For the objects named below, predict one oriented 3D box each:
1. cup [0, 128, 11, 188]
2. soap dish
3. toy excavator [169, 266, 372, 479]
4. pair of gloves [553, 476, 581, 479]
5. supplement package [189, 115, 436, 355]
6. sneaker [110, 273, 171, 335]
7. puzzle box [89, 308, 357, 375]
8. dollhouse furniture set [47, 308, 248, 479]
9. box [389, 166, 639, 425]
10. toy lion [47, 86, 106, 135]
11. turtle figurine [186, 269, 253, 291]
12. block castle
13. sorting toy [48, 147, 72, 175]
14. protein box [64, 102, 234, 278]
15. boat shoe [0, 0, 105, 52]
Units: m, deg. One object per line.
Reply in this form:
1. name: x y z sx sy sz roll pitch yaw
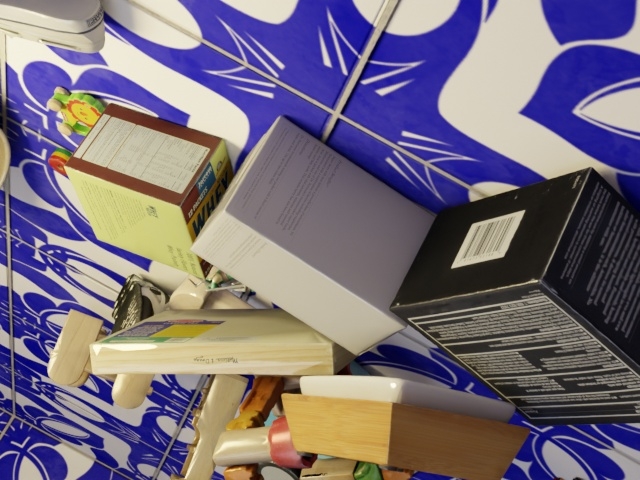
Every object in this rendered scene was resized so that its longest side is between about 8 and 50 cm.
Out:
1. cup: -0.725 -0.159 1.888 0.237 0.331 0.331 48 159 21
2. soap dish: 0.108 0.262 1.570 0.229 0.118 0.291 15 168 -29
3. toy excavator: -0.050 0.263 2.104 0.433 0.222 0.445 17 137 23
4. pair of gloves: 0.486 0.468 2.125 0.074 0.010 0.083 38 152 -19
5. supplement package: 0.000 0.000 1.582 0.293 0.177 0.175 33 152 -8
6. sneaker: -0.308 0.152 2.115 0.146 0.122 0.330 28 -172 -12
7. puzzle box: -0.127 0.160 1.821 0.409 0.272 0.052 -2 98 20
8. dollhouse furniture set: -0.385 0.339 2.348 0.394 0.256 0.362 22 169 -7
9. box: 0.305 0.086 1.441 0.294 0.182 0.296 40 153 -21
10. toy lion: -0.368 -0.194 1.748 0.096 0.034 0.100 17 151 14
11. turtle figurine: -0.109 0.044 1.828 0.234 0.118 0.175 19 175 -19
12. block castle: 0.023 0.423 1.868 0.213 0.303 0.453 -10 112 21
13. sorting toy: -0.339 -0.061 1.935 0.275 0.046 0.132 22 153 11
14. protein box: -0.248 -0.075 1.728 0.201 0.136 0.199 19 151 18
15. boat shoe: -0.410 -0.315 1.520 0.268 0.096 0.088 14 146 10
